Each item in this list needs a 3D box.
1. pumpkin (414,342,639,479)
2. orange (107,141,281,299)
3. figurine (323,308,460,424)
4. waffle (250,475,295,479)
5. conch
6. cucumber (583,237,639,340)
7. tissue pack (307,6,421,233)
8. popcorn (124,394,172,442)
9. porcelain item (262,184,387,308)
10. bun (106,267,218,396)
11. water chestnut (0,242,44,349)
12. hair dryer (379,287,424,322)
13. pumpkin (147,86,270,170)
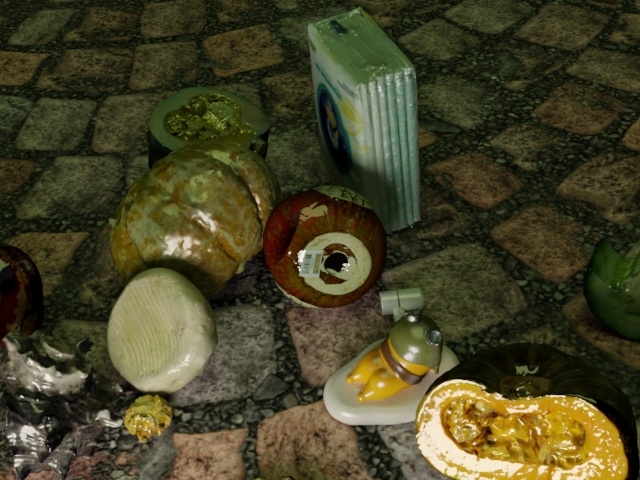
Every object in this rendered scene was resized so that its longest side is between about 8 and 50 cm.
[{"bbox_3d":[0.332,0.289,1.343,0.325,0.241,0.232,10,14,24],"label":"pumpkin"},{"bbox_3d":[-0.250,-0.046,1.675,0.369,0.210,0.271,-45,81,-4],"label":"orange"},{"bbox_3d":[0.124,0.209,1.462,0.250,0.141,0.166,-24,55,-16],"label":"figurine"},{"bbox_3d":[-0.081,0.480,1.259,0.301,0.058,0.281,-23,42,-16],"label":"waffle"},{"bbox_3d":[-0.444,0.252,1.427,0.186,0.240,0.313,-25,34,18],"label":"conch"},{"bbox_3d":[0.581,0.079,1.543,0.191,0.191,0.130,12,46,20],"label":"cucumber"},{"bbox_3d":[0.095,-0.240,1.805,0.162,0.387,0.287,-17,42,-10],"label":"tissue pack"},{"bbox_3d":[-0.293,0.304,1.485,0.082,0.057,0.083,-28,42,-32],"label":"popcorn"},{"bbox_3d":[0.000,0.000,1.673,0.253,0.252,0.252,-4,41,3],"label":"porcelain item"},{"bbox_3d":[-0.277,0.166,1.566,0.231,0.133,0.230,-4,81,28],"label":"bun"},{"bbox_3d":[-0.635,0.114,1.623,0.224,0.238,0.223,-1,84,8],"label":"water chestnut"},{"bbox_3d":[0.158,0.149,1.618,0.082,0.047,0.137,-5,47,0],"label":"hair dryer"},{"bbox_3d":[-0.250,-0.187,1.940,0.264,0.196,0.293,23,40,16],"label":"pumpkin"}]
